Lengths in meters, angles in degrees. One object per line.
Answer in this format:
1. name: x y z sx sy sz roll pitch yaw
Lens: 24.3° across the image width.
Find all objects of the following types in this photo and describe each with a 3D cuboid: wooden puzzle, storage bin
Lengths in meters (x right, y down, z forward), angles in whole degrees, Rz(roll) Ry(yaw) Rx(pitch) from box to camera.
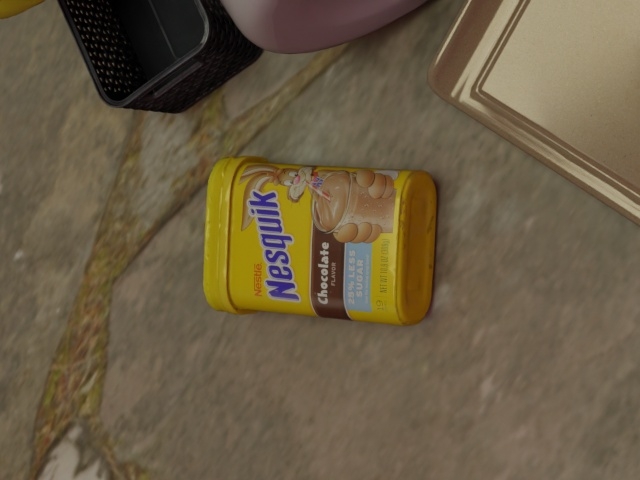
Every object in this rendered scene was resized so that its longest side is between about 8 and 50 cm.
1. wooden puzzle: 0.221 -0.144 1.042 0.238 0.044 0.221 35 107 21
2. storage bin: -0.141 -0.206 1.225 0.122 0.084 0.180 -32 75 27

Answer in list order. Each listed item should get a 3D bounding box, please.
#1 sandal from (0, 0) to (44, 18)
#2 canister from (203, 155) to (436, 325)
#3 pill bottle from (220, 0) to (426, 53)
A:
1. sandal: -0.263 -0.324 1.184 0.138 0.126 0.317 -8 74 31
2. canister: 0.000 0.000 1.152 0.169 0.073 0.126 4 93 29
3. pill bottle: -0.052 -0.359 1.086 0.229 0.229 0.408 -38 72 25
